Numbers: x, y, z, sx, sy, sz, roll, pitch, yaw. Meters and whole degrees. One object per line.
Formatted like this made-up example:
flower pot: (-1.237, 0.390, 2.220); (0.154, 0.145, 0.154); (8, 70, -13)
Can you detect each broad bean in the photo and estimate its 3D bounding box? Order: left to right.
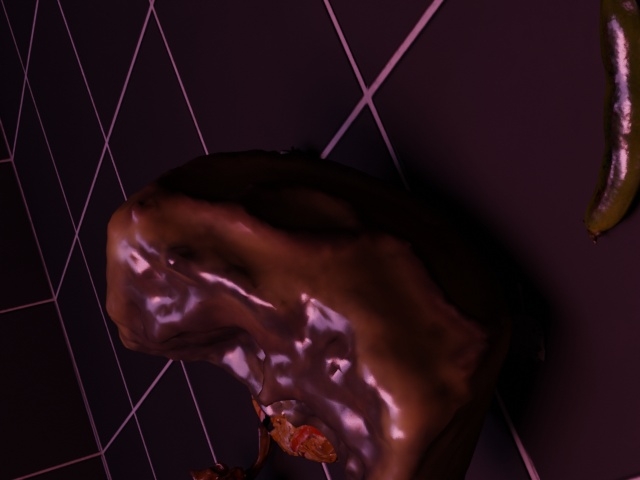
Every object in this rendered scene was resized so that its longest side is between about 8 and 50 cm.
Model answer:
broad bean: (0.237, -0.096, 0.759); (0.069, 0.039, 0.226); (-135, 40, -54)

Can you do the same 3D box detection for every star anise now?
star anise: (-0.103, 0.405, 1.534); (0.237, 0.148, 0.346); (23, 122, 31)

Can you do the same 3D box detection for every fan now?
fan: (0.202, 0.082, 0.942); (0.056, 0.004, 0.083); (2, 104, 63)

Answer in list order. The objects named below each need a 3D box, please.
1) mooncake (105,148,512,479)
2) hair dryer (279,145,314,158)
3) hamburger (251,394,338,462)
mooncake: (-0.019, 0.087, 0.940); (0.393, 0.394, 0.246); (-96, 16, -50)
hair dryer: (-0.019, 0.019, 1.230); (0.225, 0.088, 0.219); (44, 121, 38)
hamburger: (-0.006, 0.204, 1.292); (0.231, 0.107, 0.230); (15, 108, 57)
